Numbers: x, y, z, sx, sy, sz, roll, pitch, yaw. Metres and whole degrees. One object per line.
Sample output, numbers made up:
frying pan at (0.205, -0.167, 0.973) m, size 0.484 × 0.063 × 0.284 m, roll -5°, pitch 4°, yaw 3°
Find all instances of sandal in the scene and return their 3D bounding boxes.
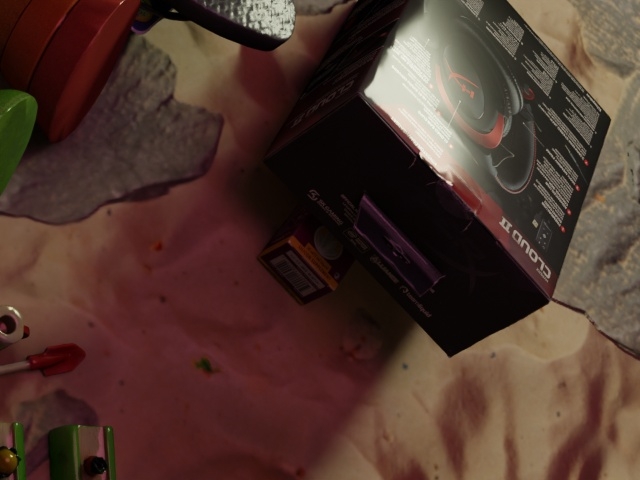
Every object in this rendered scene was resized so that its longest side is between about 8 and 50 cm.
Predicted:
sandal at (-0.132, -0.214, 1.334) m, size 0.254 × 0.054 × 0.097 m, roll 26°, pitch 52°, yaw -16°

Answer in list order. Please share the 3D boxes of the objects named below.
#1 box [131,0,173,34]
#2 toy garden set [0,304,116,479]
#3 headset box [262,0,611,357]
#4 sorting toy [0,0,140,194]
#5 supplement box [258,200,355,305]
box at (-0.124, -0.260, 1.405) m, size 0.136 × 0.036 × 0.225 m, roll 51°, pitch 51°, yaw -11°
toy garden set at (-0.232, 0.119, 1.164) m, size 0.244 × 0.049 × 0.204 m, roll 7°, pitch 69°, yaw -37°
headset box at (0.095, -0.071, 1.415) m, size 0.218 × 0.110 × 0.293 m, roll 46°, pitch 37°, yaw -15°
sorting toy at (-0.255, -0.081, 1.187) m, size 0.126 × 0.127 × 0.365 m, roll 32°, pitch 43°, yaw 3°
supplement box at (0.000, 0.000, 1.398) m, size 0.055 × 0.043 × 0.083 m, roll 46°, pitch 50°, yaw -14°
